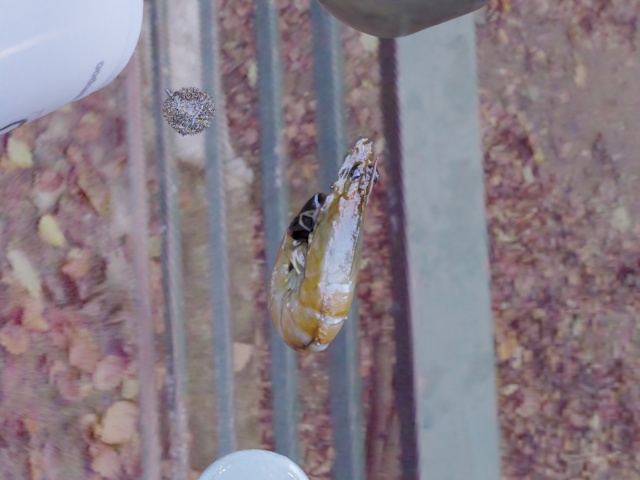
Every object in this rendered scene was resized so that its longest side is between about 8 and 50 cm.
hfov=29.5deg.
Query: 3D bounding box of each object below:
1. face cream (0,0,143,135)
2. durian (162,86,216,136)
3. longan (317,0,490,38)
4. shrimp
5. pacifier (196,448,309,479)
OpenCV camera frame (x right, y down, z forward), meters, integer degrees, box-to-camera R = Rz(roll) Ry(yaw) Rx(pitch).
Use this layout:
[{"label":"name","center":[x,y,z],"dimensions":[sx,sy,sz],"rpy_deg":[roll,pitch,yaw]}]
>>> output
[{"label":"face cream","center":[-0.245,-0.063,0.469],"dimensions":[0.369,0.145,0.145],"rpy_deg":[-36,99,-43]},{"label":"durian","center":[-0.207,-0.206,1.891],"dimensions":[0.091,0.080,0.080],"rpy_deg":[48,70,-14]},{"label":"longan","center":[0.093,-0.336,1.331],"dimensions":[0.248,0.248,0.248],"rpy_deg":[2,84,-22]},{"label":"shrimp","center":[0.000,0.000,1.464],"dimensions":[0.063,0.152,0.287],"rpy_deg":[5,110,-34]},{"label":"pacifier","center":[0.027,0.325,1.031],"dimensions":[0.343,0.269,0.288],"rpy_deg":[45,37,-22]}]
